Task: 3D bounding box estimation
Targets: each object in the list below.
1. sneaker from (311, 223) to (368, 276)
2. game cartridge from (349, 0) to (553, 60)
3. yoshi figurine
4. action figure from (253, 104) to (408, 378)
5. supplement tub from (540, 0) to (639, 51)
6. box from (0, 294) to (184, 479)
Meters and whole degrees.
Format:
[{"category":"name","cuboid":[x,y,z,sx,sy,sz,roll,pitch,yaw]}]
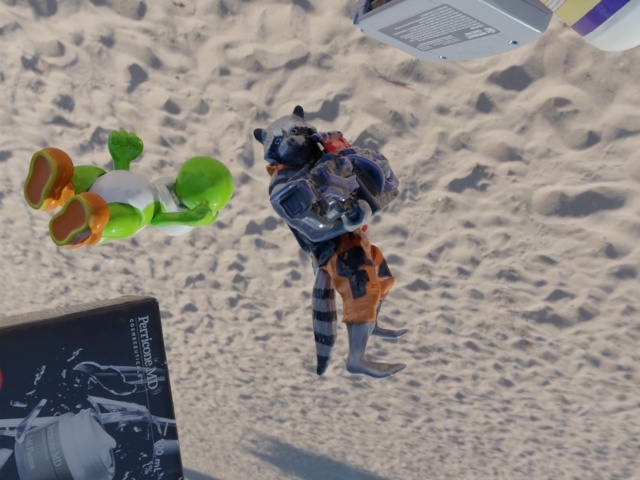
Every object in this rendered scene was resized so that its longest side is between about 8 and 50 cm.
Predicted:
[{"category":"sneaker","cuboid":[0.042,-0.044,1.007,0.118,0.107,0.279,0,111,18]},{"category":"game cartridge","cuboid":[0.186,-0.333,0.713,0.195,0.060,0.294,18,-173,-24]},{"category":"yoshi figurine","cuboid":[-0.288,-0.091,0.836,0.202,0.204,0.362,4,-175,27]},{"category":"action figure","cuboid":[0.000,0.000,0.569,0.178,0.331,0.341,-22,177,25]},{"category":"supplement tub","cuboid":[0.191,-0.336,0.348,0.331,0.241,0.241,41,147,2]},{"category":"box","cuboid":[-0.350,0.261,0.580,0.312,0.344,0.178,-9,-179,-34]}]
